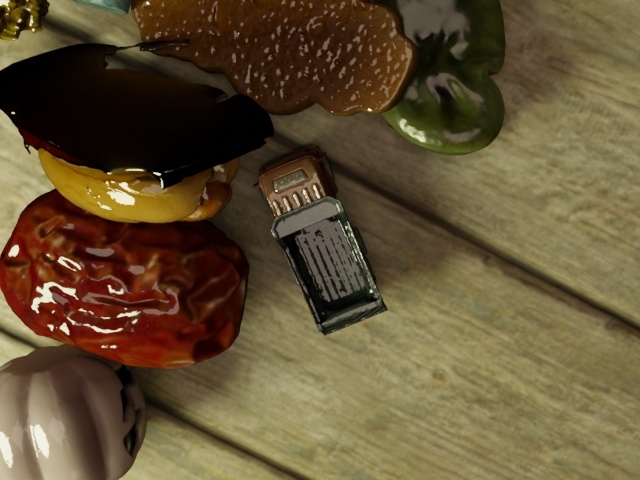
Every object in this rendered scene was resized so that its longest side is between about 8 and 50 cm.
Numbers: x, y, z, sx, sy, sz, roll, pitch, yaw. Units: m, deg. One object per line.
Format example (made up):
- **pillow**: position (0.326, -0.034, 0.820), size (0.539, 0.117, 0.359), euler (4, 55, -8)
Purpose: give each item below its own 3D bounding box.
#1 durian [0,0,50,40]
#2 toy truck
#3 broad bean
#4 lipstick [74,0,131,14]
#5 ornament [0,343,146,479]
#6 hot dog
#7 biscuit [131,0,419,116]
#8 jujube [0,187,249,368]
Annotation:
- **durian**: position (-0.390, -0.329, 0.888), size (0.191, 0.112, 0.341), euler (-18, 85, -7)
- **toy truck**: position (0.000, 0.000, 0.983), size (0.083, 0.092, 0.192), euler (-22, 99, 6)
- **broad bean**: position (0.119, -0.186, 0.966), size (0.153, 0.072, 0.207), euler (-15, 90, 3)
- **lipstick**: position (-0.192, -0.368, 0.934), size (0.068, 0.061, 0.274), euler (15, 95, 15)
- **ornament**: position (-0.270, 0.197, 0.987), size (0.177, 0.177, 0.178), euler (0, 101, 1)
- **hot dog**: position (-0.176, -0.095, 0.904), size (0.194, 0.326, 0.107), euler (-29, 131, -19)
- **biscuit**: position (-0.043, -0.221, 0.951), size (0.295, 0.044, 0.186), euler (32, 103, 7)
- **jujube**: position (-0.198, 0.038, 0.955), size (0.250, 0.174, 0.174), euler (13, 101, -3)
